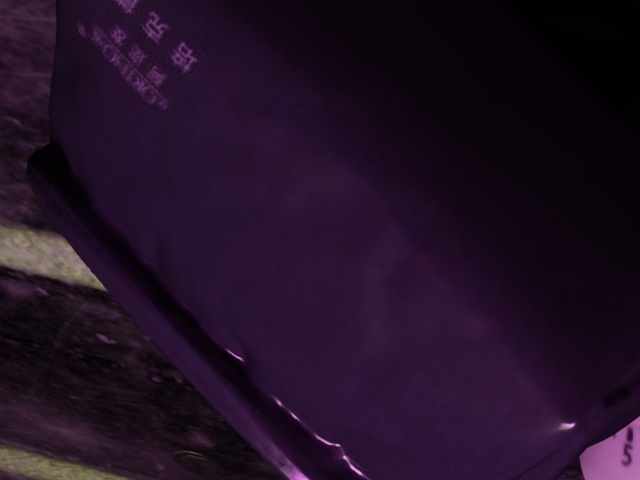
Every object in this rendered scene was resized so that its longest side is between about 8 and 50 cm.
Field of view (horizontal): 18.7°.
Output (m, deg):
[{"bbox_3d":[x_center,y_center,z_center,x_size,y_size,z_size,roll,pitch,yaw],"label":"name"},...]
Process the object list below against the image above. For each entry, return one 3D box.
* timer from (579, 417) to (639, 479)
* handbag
[{"bbox_3d":[0.240,0.071,0.928,0.233,0.240,0.233,8,-178,0],"label":"timer"},{"bbox_3d":[-0.002,0.001,0.834,0.302,0.178,0.275,45,149,9],"label":"handbag"}]
